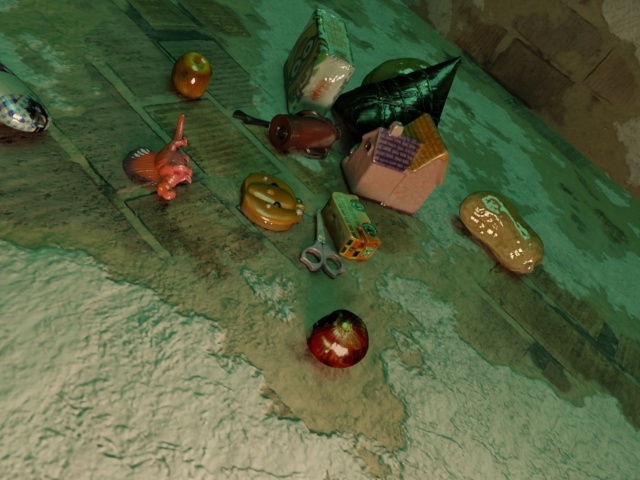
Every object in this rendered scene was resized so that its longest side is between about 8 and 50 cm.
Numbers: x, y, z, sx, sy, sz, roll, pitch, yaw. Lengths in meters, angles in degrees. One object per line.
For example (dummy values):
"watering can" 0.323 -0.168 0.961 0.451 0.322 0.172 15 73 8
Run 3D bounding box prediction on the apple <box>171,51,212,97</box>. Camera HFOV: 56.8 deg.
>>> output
"apple" -0.334 -0.430 1.530 0.099 0.102 0.114 28 37 -13

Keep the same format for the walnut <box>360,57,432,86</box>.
"walnut" 0.281 -0.506 2.016 0.283 0.283 0.227 -4 91 -42

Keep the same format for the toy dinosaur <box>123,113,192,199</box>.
"toy dinosaur" -0.356 -0.186 1.289 0.139 0.070 0.286 -4 46 -14

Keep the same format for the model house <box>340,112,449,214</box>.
"model house" 0.214 -0.238 1.647 0.237 0.237 0.202 18 41 -23

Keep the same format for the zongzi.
"zongzi" 0.259 -0.430 1.812 0.384 0.362 0.319 14 22 -24

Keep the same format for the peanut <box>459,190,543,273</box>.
"peanut" 0.548 -0.034 1.769 0.291 0.143 0.159 47 47 11

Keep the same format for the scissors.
"scissors" 0.000 0.000 1.384 0.110 0.021 0.212 16 40 -20

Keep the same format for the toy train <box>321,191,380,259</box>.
"toy train" 0.069 -0.039 1.445 0.099 0.072 0.188 0 49 -32

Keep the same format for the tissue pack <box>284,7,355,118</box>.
"tissue pack" -0.008 -0.533 1.807 0.128 0.228 0.310 20 38 -23

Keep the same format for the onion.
"onion" 0.038 0.191 1.130 0.117 0.118 0.118 -39 75 -20

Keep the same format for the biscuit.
"biscuit" -0.106 -0.094 1.379 0.170 0.050 0.170 22 39 -19

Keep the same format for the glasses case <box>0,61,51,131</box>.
"glasses case" -0.660 -0.322 1.143 0.327 0.076 0.125 41 10 6

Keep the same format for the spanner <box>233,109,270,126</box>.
"spanner" -0.148 -0.325 1.641 0.209 0.012 0.046 9 42 -33

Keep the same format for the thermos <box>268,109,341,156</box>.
"thermos" -0.027 -0.294 1.641 0.232 0.099 0.124 -7 84 -46
